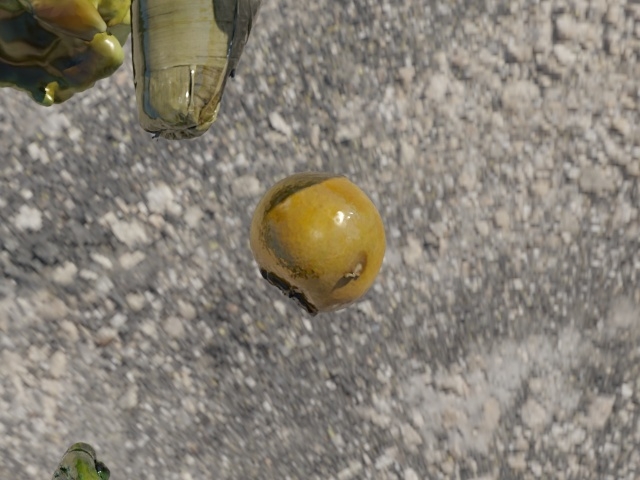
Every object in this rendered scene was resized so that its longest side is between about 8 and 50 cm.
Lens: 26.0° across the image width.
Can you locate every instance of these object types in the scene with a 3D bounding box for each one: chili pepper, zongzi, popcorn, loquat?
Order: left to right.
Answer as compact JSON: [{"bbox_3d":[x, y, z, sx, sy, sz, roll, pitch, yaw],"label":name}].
[{"bbox_3d":[-0.268,-0.258,1.325,0.224,0.270,0.257,-3,98,-27],"label":"popcorn"},{"bbox_3d":[-0.216,0.252,1.244,0.076,0.359,0.085,37,69,10],"label":"chili pepper"},{"bbox_3d":[-0.085,-0.150,1.101,0.078,0.176,0.160,-1,84,25],"label":"zongzi"},{"bbox_3d":[0.000,0.000,1.371,0.141,0.141,0.141,-3,67,8],"label":"loquat"}]
